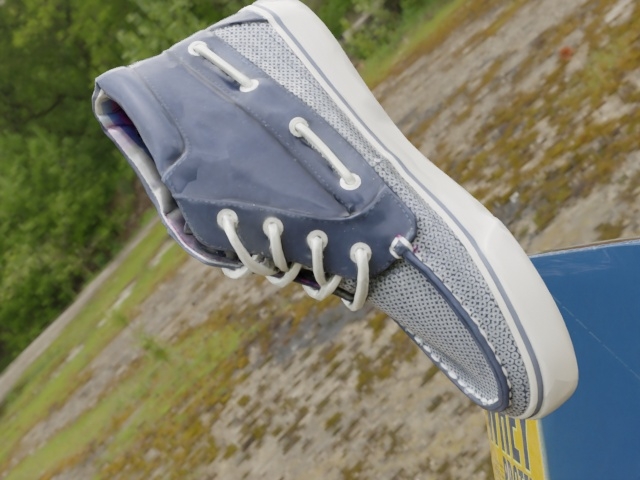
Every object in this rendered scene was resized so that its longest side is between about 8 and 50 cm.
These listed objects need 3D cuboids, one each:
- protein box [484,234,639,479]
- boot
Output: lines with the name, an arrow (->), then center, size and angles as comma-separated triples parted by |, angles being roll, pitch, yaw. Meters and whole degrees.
protein box -> 0.197, 0.093, 0.517 | 0.201, 0.200, 0.136 | -8, -2, -2
boot -> 0.000, 0.000, 0.353 | 0.086, 0.190, 0.069 | -29, -21, -24
